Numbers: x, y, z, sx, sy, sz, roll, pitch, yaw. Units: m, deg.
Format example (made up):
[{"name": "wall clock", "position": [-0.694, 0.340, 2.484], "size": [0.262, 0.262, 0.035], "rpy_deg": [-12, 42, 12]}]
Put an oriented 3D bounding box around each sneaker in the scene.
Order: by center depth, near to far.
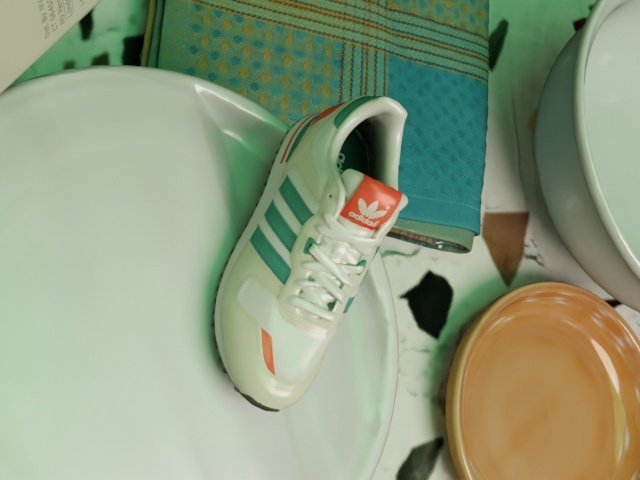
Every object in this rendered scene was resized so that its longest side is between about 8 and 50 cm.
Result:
[{"name": "sneaker", "position": [0.000, 0.000, 0.460], "size": [0.057, 0.075, 0.161], "rpy_deg": [28, 66, -22]}]

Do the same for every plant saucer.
[{"name": "plant saucer", "position": [0.171, 0.131, 0.725], "size": [0.200, 0.037, 0.200], "rpy_deg": [6, 77, -27]}]

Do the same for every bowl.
[{"name": "bowl", "position": [0.271, -0.059, 0.766], "size": [0.298, 0.134, 0.297], "rpy_deg": [7, 75, -28]}]

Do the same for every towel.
[{"name": "towel", "position": [0.011, -0.188, 0.710], "size": [0.271, 0.040, 0.370], "rpy_deg": [12, 72, -26]}]

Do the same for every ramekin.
[{"name": "ramekin", "position": [-0.104, 0.056, 0.508], "size": [0.273, 0.127, 0.272], "rpy_deg": [7, 75, -28]}]

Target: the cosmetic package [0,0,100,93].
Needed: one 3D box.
[{"name": "cosmetic package", "position": [-0.236, -0.081, 0.372], "size": [0.160, 0.113, 0.309], "rpy_deg": [32, 64, 10]}]
